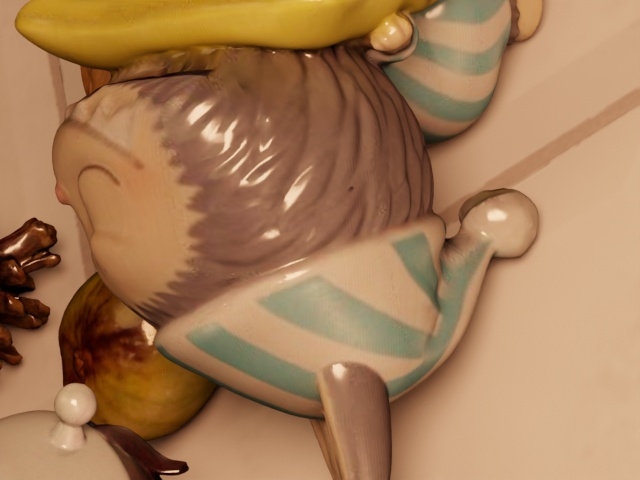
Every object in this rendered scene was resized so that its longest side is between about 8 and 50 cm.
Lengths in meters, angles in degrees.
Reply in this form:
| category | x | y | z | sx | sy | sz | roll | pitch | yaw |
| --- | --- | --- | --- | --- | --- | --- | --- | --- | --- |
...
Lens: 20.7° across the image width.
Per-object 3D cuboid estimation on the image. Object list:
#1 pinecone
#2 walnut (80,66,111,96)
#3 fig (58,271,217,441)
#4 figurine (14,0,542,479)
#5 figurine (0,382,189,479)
| category | x | y | z | sx | sy | sz | roll | pitch | yaw |
| --- | --- | --- | --- | --- | --- | --- | --- | --- | --- |
| pinecone | -0.311 | 0.047 | 1.413 | 0.185 | 0.212 | 0.168 | 174 | 84 | -79 |
| walnut | -0.096 | -0.159 | 1.354 | 0.207 | 0.167 | 0.167 | -47 | 46 | 8 |
| fig | -0.128 | 0.074 | 1.279 | 0.153 | 0.121 | 0.136 | -43 | 52 | 13 |
| figurine | 0.000 | 0.000 | 1.177 | 0.266 | 0.361 | 0.377 | 4 | 104 | 44 |
| figurine | -0.224 | 0.261 | 1.144 | 0.281 | 0.167 | 0.370 | 37 | 93 | 39 |
